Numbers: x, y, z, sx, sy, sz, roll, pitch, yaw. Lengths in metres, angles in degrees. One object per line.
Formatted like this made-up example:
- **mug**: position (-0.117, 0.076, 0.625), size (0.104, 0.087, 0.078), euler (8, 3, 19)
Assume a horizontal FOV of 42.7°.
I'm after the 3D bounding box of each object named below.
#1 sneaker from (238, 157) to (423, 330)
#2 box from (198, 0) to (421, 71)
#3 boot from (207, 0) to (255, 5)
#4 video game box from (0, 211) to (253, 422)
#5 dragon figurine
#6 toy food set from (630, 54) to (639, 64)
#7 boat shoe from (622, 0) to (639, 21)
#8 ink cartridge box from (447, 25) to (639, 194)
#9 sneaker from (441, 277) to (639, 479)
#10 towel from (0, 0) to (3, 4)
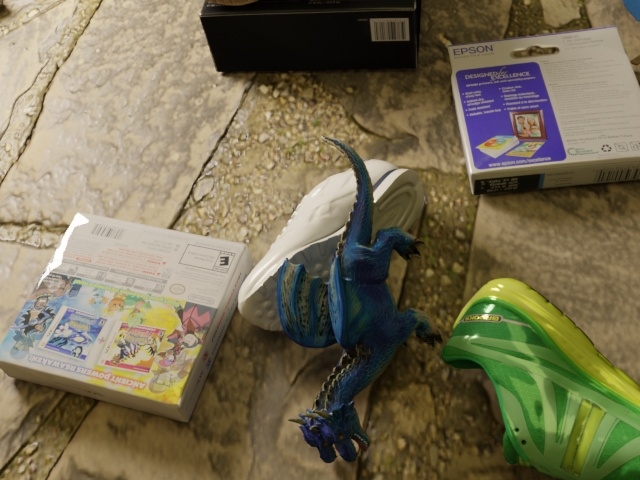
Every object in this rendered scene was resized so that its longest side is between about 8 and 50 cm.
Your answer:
- **sneaker**: position (0.000, 0.000, 0.841), size (0.235, 0.090, 0.095), euler (-39, 45, -23)
- **box**: position (-0.003, -0.313, 1.046), size (0.261, 0.103, 0.184), euler (1, 57, 10)
- **boot**: position (-0.055, -0.373, 1.004), size (0.248, 0.090, 0.207), euler (4, 43, 13)
- **video game box**: position (-0.194, 0.071, 0.828), size (0.205, 0.048, 0.187), euler (11, 55, 16)
- **dragon figurine**: position (0.020, 0.049, 0.722), size (0.144, 0.289, 0.085), euler (-15, 6, -39)
- **toy food set**: position (0.422, -0.186, 0.938), size (0.078, 0.019, 0.122), euler (-32, 49, -23)
- **boat shoe**: position (0.422, -0.376, 1.032), size (0.089, 0.109, 0.258), euler (0, 56, 4)
- **ink cartridge box**: position (0.257, -0.150, 0.926), size (0.206, 0.045, 0.208), euler (-5, 55, 4)
- **sneaker**: position (0.220, 0.162, 0.685), size (0.123, 0.109, 0.295), euler (-45, 59, 2)
- **towel**: position (-0.607, -0.386, 1.217), size (0.187, 0.049, 0.282), euler (-35, 57, -16)
